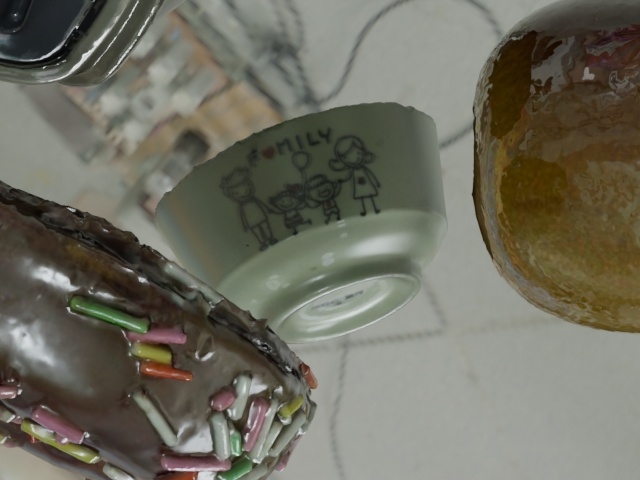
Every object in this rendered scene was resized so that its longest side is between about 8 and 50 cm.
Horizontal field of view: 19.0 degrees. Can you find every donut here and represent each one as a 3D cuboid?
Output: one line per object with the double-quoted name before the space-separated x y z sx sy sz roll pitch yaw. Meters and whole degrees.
"donut" -0.129 0.052 0.926 0.269 0.103 0.270 26 166 7

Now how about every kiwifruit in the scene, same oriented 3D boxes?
"kiwifruit" 0.197 -0.046 1.024 0.234 0.196 0.196 -8 123 15

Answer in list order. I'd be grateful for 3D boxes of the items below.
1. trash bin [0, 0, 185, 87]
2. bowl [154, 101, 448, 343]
"trash bin" -0.117 -0.220 1.074 0.182 0.290 0.209 36 128 10
"bowl" 0.000 0.000 1.337 0.211 0.211 0.112 -41 61 43
